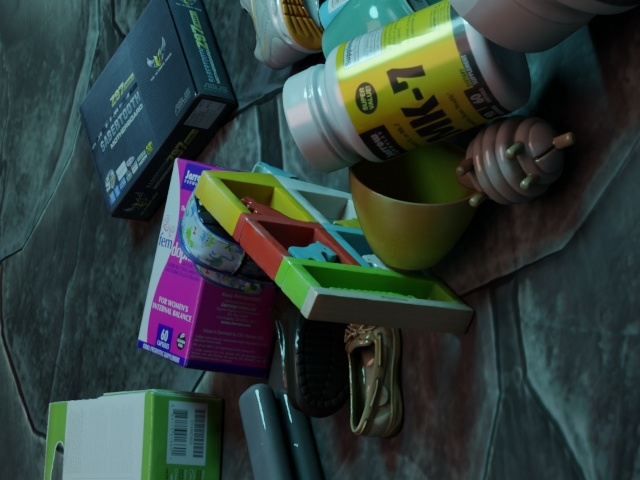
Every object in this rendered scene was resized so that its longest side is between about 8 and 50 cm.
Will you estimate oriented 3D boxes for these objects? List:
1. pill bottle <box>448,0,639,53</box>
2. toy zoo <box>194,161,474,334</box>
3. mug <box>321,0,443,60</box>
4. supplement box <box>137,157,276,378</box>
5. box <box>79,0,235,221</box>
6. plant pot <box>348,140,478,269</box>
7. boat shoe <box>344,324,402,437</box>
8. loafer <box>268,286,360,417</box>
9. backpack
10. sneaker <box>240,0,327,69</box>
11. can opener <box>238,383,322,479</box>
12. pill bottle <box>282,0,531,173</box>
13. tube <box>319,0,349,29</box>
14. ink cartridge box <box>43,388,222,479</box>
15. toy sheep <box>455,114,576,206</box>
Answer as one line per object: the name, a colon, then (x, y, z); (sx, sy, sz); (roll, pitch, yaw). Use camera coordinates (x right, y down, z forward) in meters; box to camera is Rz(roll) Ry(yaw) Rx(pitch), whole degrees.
pill bottle: (0.263, -0.317, 1.606); (0.361, 0.204, 0.204); (-37, 54, 44)
toy zoo: (0.000, 0.000, 1.903); (0.293, 0.192, 0.030); (45, 119, 47)
mug: (0.092, -0.190, 1.890); (0.097, 0.157, 0.129); (-48, 13, 34)
supplement box: (-0.110, 0.029, 2.116); (0.111, 0.114, 0.220); (15, 93, 55)
box: (-0.202, -0.165, 2.324); (0.233, 0.059, 0.183); (-49, 46, 37)
plant pot: (0.090, -0.029, 1.860); (0.134, 0.134, 0.095); (47, 141, 47)
boat shoe: (0.047, 0.123, 1.934); (0.056, 0.048, 0.153); (-23, 65, 49)
loafer: (-0.011, 0.088, 2.006); (0.078, 0.080, 0.220); (-37, 45, 49)
backpack: (-0.091, -0.001, 1.990); (0.084, 0.114, 0.105); (-58, 26, 32)
sneaker: (-0.054, -0.313, 2.129); (0.121, 0.099, 0.262); (-32, 57, 51)
can opener: (-0.040, 0.292, 1.994); (0.095, 0.076, 0.283); (-43, 50, 39)
pill bottle: (0.078, -0.143, 1.774); (0.208, 0.119, 0.119); (-21, 63, 23)
tube: (0.084, -0.274, 1.974); (0.207, 0.052, 0.080); (-32, 62, 40)
ink cartridge box: (-0.225, 0.274, 2.232); (0.255, 0.097, 0.189); (-10, 75, 54)
toy sheep: (0.180, -0.074, 1.766); (0.132, 0.091, 0.091); (-13, 72, 39)
